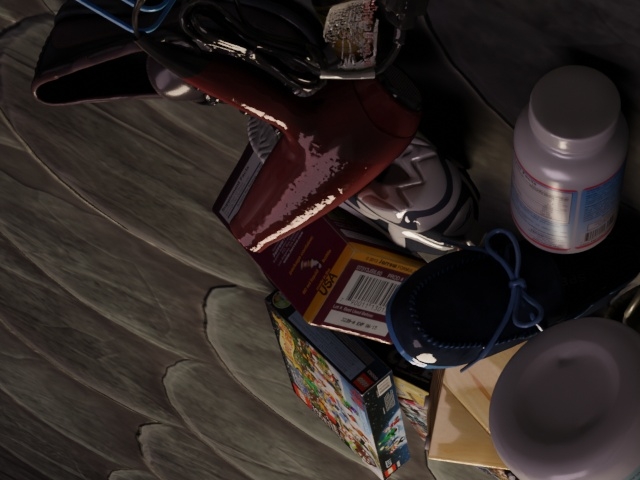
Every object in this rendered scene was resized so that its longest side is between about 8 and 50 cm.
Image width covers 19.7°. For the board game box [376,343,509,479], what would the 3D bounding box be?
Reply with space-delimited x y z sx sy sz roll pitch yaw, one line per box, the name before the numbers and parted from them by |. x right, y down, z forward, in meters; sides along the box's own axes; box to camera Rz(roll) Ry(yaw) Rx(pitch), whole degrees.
board game box | 0.180 0.201 1.939 0.243 0.042 0.165 25 158 38

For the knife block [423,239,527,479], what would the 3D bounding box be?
knife block | 0.224 0.141 1.707 0.242 0.088 0.276 6 122 -2

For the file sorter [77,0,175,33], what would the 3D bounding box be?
file sorter | -0.138 -0.247 1.374 0.118 0.104 0.170 30 156 -3

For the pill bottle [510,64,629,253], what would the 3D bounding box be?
pill bottle | 0.189 -0.062 1.397 0.087 0.087 0.160 23 155 15

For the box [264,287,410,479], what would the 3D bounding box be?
box | 0.021 0.154 2.009 0.159 0.044 0.233 42 164 27

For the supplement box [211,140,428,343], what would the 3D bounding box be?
supplement box | 0.000 0.000 1.610 0.104 0.081 0.188 17 -159 -41

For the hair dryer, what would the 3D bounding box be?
hair dryer | -0.030 -0.111 1.407 0.223 0.080 0.294 -2 130 -6

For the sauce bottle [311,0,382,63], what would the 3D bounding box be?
sauce bottle | 0.012 -0.185 1.406 0.042 0.042 0.128 15 154 30

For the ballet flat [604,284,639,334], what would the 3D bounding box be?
ballet flat | 0.322 0.046 1.440 0.123 0.123 0.348 32 158 -7

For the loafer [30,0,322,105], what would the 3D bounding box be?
loafer | -0.130 -0.148 1.574 0.302 0.095 0.109 7 148 42

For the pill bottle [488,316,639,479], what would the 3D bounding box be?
pill bottle | 0.255 0.183 1.484 0.146 0.146 0.264 7 153 41

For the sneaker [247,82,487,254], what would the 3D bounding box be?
sneaker | 0.050 -0.052 1.564 0.235 0.094 0.153 21 167 42

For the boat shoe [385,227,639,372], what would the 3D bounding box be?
boat shoe | 0.161 0.029 1.489 0.089 0.258 0.109 -29 85 48
